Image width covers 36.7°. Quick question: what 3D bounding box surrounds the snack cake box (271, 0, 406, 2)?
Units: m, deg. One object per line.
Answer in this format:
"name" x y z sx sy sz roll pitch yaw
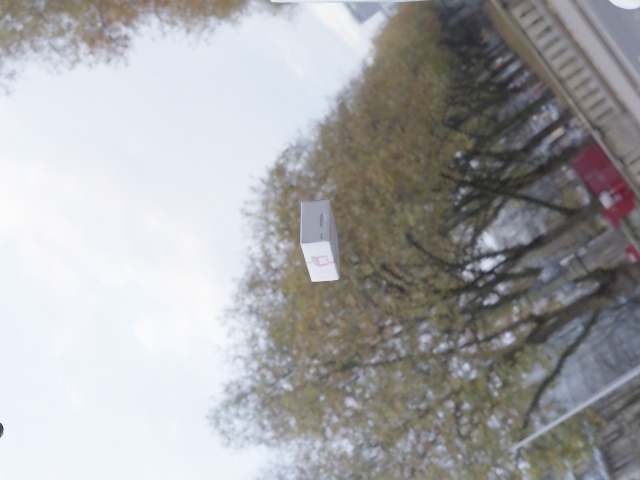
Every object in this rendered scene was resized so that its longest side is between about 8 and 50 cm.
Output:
"snack cake box" 0.031 -0.367 0.936 0.089 0.152 0.264 -25 -62 -56

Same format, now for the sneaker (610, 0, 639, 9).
"sneaker" 0.488 -0.364 1.143 0.236 0.323 0.130 29 162 -15

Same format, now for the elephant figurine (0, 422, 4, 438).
"elephant figurine" -0.590 0.359 1.499 0.169 0.239 0.186 31 -139 -11

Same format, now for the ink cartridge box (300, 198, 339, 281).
"ink cartridge box" 0.000 0.000 1.647 0.122 0.052 0.089 77 -170 -54
